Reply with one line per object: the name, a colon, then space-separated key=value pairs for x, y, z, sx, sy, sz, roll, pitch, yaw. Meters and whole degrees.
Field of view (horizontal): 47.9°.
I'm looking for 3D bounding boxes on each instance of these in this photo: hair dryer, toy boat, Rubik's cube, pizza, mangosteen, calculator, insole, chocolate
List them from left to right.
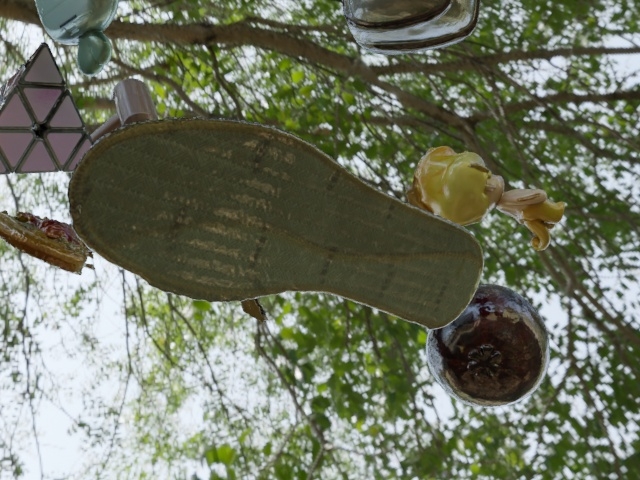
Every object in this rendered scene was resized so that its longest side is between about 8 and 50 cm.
Rubik's cube: x=-0.410 y=-0.130 z=1.053 sx=0.178 sy=0.190 sz=0.211 roll=35 pitch=-33 yaw=-30
pizza: x=-0.421 y=-0.005 z=1.172 sx=0.188 sy=0.199 sz=0.062 roll=27 pitch=-86 yaw=7
calculator: x=-0.342 y=-0.373 z=0.973 sx=0.042 sy=0.184 sz=0.295 roll=-18 pitch=-84 yaw=-45
hair dryer: x=-0.354 y=-0.182 z=1.223 sx=0.181 sy=0.117 sz=0.064 roll=-37 pitch=-40 yaw=15
toy boat: x=-0.158 y=0.098 z=1.704 sx=0.077 sy=0.200 sz=0.057 roll=-16 pitch=-10 yaw=7
insole: x=0.000 y=0.000 z=0.491 sx=0.348 sy=0.009 sz=0.119 roll=18 pitch=-82 yaw=-39
chocolate: x=0.148 y=-0.437 z=1.294 sx=0.283 sy=0.283 sz=0.186 roll=10 pitch=-93 yaw=-26
mangosteen: x=0.322 y=0.192 z=1.391 sx=0.235 sy=0.261 sz=0.235 roll=3 pitch=-78 yaw=15

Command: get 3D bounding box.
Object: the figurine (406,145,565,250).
figurine: x=0.262 y=-0.070 z=1.157 sx=0.246 sy=0.131 sz=0.156 roll=17 pitch=-16 yaw=8
